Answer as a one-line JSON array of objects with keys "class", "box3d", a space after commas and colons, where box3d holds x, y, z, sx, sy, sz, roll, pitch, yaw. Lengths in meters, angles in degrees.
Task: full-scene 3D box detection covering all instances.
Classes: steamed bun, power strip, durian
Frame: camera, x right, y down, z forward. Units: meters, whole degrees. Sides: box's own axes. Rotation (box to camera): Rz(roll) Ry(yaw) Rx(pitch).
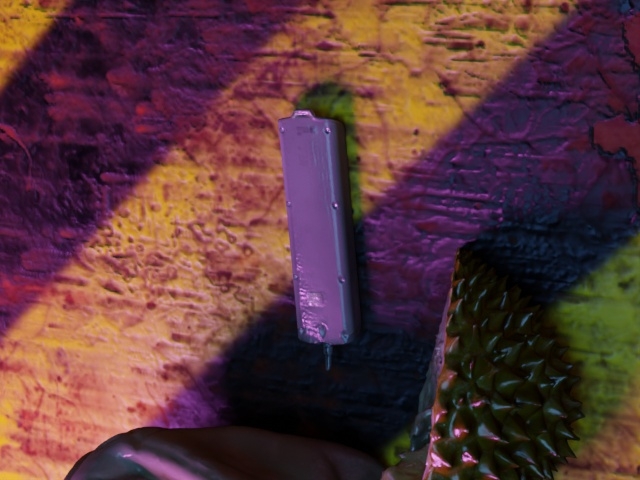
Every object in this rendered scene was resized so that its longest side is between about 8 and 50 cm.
[{"class": "steamed bun", "box3d": [-0.091, 0.351, 1.386, 0.368, 0.255, 0.342, -4, 111, 3]}, {"class": "power strip", "box3d": [0.000, 0.000, 1.401, 0.060, 0.027, 0.252, 1, 105, 25]}, {"class": "durian", "box3d": [0.125, 0.175, 1.328, 0.166, 0.172, 0.306, 30, 127, 42]}]
